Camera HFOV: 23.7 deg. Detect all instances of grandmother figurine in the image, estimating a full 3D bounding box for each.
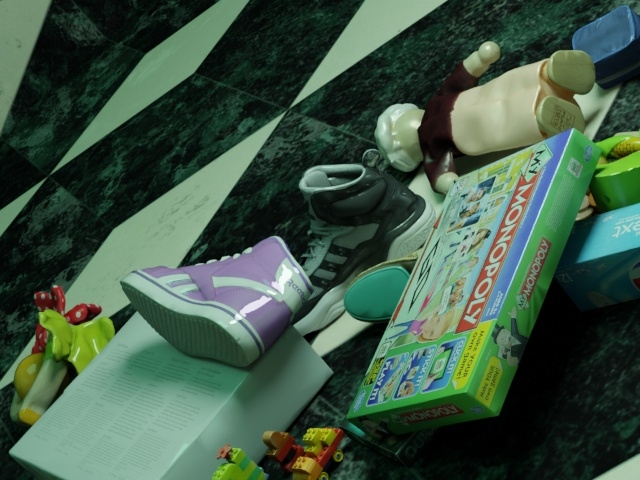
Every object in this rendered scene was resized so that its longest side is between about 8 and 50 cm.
[{"bbox_3d":[0.189,-0.144,1.923,0.342,0.104,0.208,-7,55,54],"label":"grandmother figurine"}]

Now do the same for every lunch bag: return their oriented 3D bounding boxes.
[{"bbox_3d":[0.364,-0.234,1.852,0.098,0.065,0.067,-26,49,34],"label":"lunch bag"}]

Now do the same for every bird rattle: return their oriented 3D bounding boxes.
[{"bbox_3d":[-0.400,0.170,2.215,0.207,0.143,0.253,-62,25,-6],"label":"bird rattle"}]

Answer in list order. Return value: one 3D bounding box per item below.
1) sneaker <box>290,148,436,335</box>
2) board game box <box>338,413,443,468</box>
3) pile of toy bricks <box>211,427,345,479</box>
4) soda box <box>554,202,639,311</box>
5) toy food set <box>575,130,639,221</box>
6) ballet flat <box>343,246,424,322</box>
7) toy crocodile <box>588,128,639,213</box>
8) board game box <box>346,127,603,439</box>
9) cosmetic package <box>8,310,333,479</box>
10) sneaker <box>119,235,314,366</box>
[{"bbox_3d":[0.000,0.000,1.881,0.268,0.153,0.101,-38,25,6],"label":"sneaker"},{"bbox_3d":[0.115,0.151,1.623,0.186,0.026,0.126,-48,25,-14],"label":"board game box"},{"bbox_3d":[-0.076,0.263,1.615,0.118,0.105,0.212,-6,42,51],"label":"pile of toy bricks"},{"bbox_3d":[0.335,0.005,1.502,0.210,0.067,0.071,-18,34,40],"label":"soda box"},{"bbox_3d":[0.316,-0.066,1.677,0.132,0.038,0.192,-2,45,54],"label":"toy food set"},{"bbox_3d":[0.122,0.041,1.768,0.206,0.073,0.067,-22,4,30],"label":"ballet flat"},{"bbox_3d":[0.421,-0.138,1.556,0.340,0.115,0.105,-42,25,0],"label":"toy crocodile"},{"bbox_3d":[0.157,0.047,1.557,0.213,0.046,0.317,-25,34,57],"label":"board game box"},{"bbox_3d":[-0.193,0.214,1.871,0.284,0.097,0.377,-51,27,-19],"label":"cosmetic package"},{"bbox_3d":[-0.114,0.057,1.818,0.161,0.102,0.282,-46,36,-23],"label":"sneaker"}]
